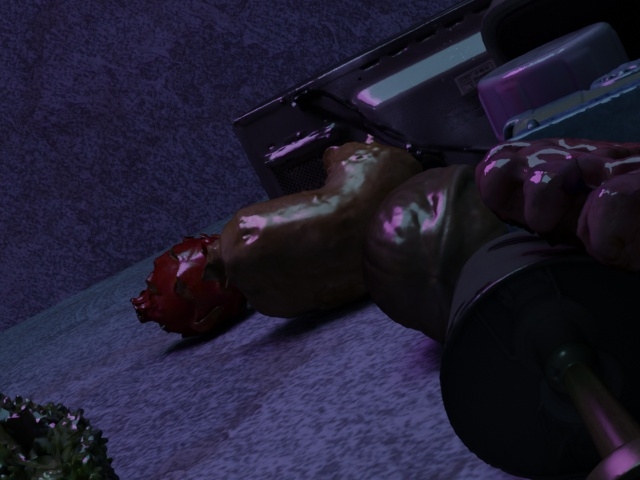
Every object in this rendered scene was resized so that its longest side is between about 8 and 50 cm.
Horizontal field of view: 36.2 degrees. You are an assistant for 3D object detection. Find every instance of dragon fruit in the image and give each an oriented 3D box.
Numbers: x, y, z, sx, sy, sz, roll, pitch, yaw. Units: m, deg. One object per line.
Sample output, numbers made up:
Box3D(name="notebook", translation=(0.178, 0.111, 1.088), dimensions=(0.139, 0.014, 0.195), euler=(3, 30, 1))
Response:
Box3D(name="dragon fruit", translation=(-0.162, 0.065, 1.266), dimensions=(0.166, 0.133, 0.136), euler=(-26, -33, -4))

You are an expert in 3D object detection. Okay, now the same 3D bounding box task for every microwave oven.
Box3D(name="microwave oven", translation=(0.145, -0.158, 1.263), dimensions=(0.432, 0.236, 0.374), euler=(-26, 9, 9))

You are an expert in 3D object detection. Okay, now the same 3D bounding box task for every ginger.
Box3D(name="ginger", translation=(0.000, 0.000, 1.058), dimensions=(0.267, 0.138, 0.152), euler=(-30, 52, -4))

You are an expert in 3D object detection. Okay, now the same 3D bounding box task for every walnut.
Box3D(name="walnut", translation=(0.103, 0.008, 0.766), dimensions=(0.140, 0.140, 0.162), euler=(-24, -1, 18))

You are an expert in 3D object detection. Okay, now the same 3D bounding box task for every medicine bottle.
Box3D(name="medicine bottle", translation=(0.224, -0.088, 0.846), dimensions=(0.135, 0.168, 0.135), euler=(-26, 10, 5))

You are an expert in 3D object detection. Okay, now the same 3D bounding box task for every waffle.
Box3D(name="waffle", translation=(0.177, -0.013, 0.429), dimensions=(0.221, 0.055, 0.234), euler=(7, 7, -4))

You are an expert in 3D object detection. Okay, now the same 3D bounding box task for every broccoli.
Box3D(name="broccoli", translation=(-0.259, 0.183, 0.704), dimensions=(0.226, 0.176, 0.198), euler=(-39, 5, 36))

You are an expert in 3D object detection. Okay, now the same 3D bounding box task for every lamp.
Box3D(name="lamp", translation=(0.117, 0.069, 0.445), dimensions=(0.121, 0.121, 0.214), euler=(-26, 22, 6))

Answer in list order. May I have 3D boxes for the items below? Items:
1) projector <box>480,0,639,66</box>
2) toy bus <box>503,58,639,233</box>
Box3D(name="projector", translation=(0.337, -0.251, 0.935), dimensions=(0.249, 0.248, 0.249), euler=(-15, 43, 56))
Box3D(name="toy bus", translation=(0.278, -0.064, 0.618), dimensions=(0.312, 0.152, 0.190), euler=(-23, 9, 19))
